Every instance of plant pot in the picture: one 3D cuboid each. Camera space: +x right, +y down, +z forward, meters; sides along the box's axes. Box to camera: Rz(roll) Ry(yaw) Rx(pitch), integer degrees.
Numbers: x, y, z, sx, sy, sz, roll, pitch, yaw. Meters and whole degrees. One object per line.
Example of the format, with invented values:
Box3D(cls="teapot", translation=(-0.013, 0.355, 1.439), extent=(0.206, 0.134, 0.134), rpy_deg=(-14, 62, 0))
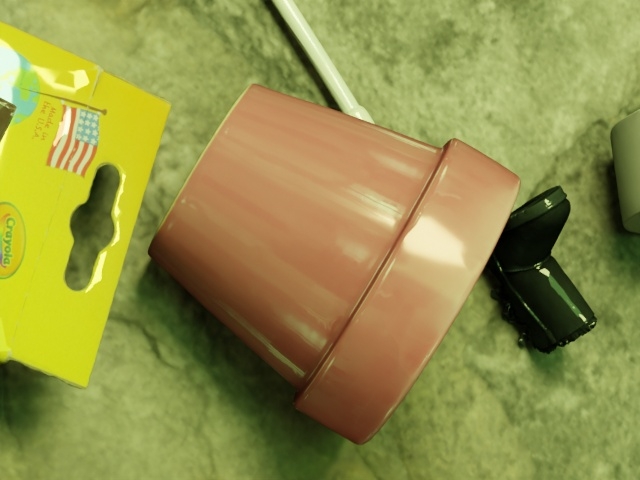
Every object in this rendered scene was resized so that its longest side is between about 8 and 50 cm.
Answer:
Box3D(cls="plant pot", translation=(0.000, 0.000, 1.232), extent=(0.180, 0.201, 0.201), rpy_deg=(31, 64, -1))

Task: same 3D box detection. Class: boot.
Box3D(cls="boot", translation=(0.157, 0.022, 1.343), extent=(0.045, 0.121, 0.099), rpy_deg=(-32, 88, -28))

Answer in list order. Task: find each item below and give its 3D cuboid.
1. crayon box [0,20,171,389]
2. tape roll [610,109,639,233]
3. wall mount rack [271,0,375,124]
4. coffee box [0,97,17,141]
Box3D(cls="crayon box", translation=(-0.265, -0.048, 1.152), extent=(0.319, 0.081, 0.202), rpy_deg=(24, 68, -21))
Box3D(cls="tape roll", translation=(0.319, -0.060, 1.389), extent=(0.219, 0.219, 0.072), rpy_deg=(-2, 78, -29))
Box3D(cls="wall mount rack", translation=(0.044, -0.241, 1.293), extent=(0.350, 0.130, 0.304), rpy_deg=(-33, 135, -3))
Box3D(cls="coffee box", translation=(-0.304, 0.025, 1.007), extent=(0.168, 0.119, 0.297), rpy_deg=(27, 82, -21))
